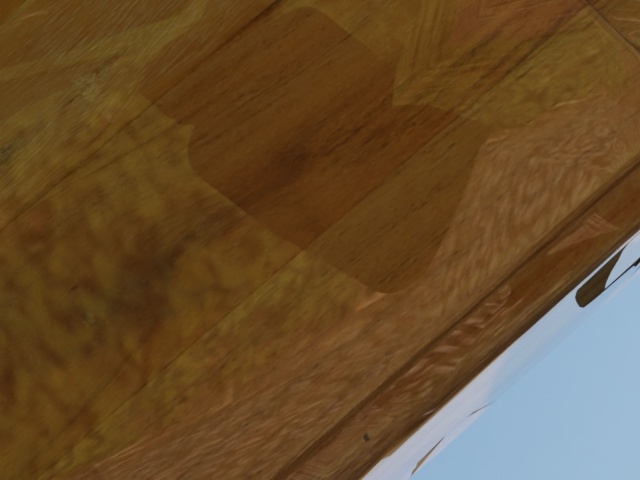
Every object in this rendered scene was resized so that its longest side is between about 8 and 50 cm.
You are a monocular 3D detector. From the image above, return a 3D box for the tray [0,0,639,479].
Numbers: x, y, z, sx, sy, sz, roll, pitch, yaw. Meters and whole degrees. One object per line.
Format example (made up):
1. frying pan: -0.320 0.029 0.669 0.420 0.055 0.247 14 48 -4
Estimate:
1. tray: -0.080 0.032 0.627 0.411 0.203 0.076 -41 -16 -6
